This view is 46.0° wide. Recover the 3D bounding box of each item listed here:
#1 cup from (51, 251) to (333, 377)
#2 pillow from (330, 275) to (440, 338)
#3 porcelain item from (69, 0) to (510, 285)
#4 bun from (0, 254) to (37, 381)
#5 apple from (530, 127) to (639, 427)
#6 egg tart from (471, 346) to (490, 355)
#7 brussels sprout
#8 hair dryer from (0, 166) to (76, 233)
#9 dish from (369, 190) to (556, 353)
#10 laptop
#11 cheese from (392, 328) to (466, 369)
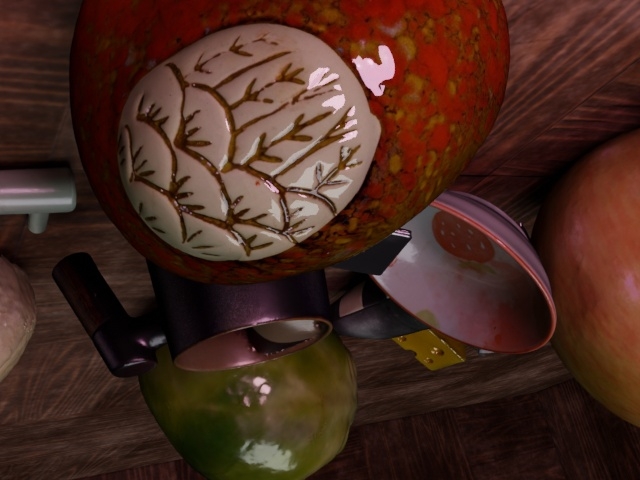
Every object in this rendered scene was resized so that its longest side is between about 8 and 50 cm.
[{"bbox_3d":[-0.106,0.026,0.691,0.239,0.177,0.166,-26,158,27],"label":"cup"},{"bbox_3d":[0.129,0.085,1.113,0.186,0.106,0.250,-3,161,-47],"label":"pillow"},{"bbox_3d":[-0.035,-0.105,0.409,0.253,0.253,0.253,-13,160,-5],"label":"porcelain item"},{"bbox_3d":[-0.408,0.107,0.735,0.259,0.152,0.259,-11,160,-4],"label":"bun"},{"bbox_3d":[0.438,0.040,0.869,0.391,0.347,0.391,-12,154,-6],"label":"apple"},{"bbox_3d":[0.365,0.169,1.518,0.234,0.094,0.234,-11,160,-4],"label":"egg tart"},{"bbox_3d":[-0.090,0.201,1.061,0.268,0.344,0.344,-52,154,2],"label":"brussels sprout"},{"bbox_3d":[-0.253,-0.029,0.662,0.063,0.038,0.124,-3,164,-24],"label":"hair dryer"},{"bbox_3d":[0.165,0.017,0.877,0.085,0.260,0.260,-52,175,-26],"label":"dish"},{"bbox_3d":[0.000,0.000,0.853,0.180,0.016,0.129,10,154,-10],"label":"laptop"},{"bbox_3d":[0.164,0.143,1.337,0.171,0.126,0.093,21,149,-29],"label":"cheese"}]
